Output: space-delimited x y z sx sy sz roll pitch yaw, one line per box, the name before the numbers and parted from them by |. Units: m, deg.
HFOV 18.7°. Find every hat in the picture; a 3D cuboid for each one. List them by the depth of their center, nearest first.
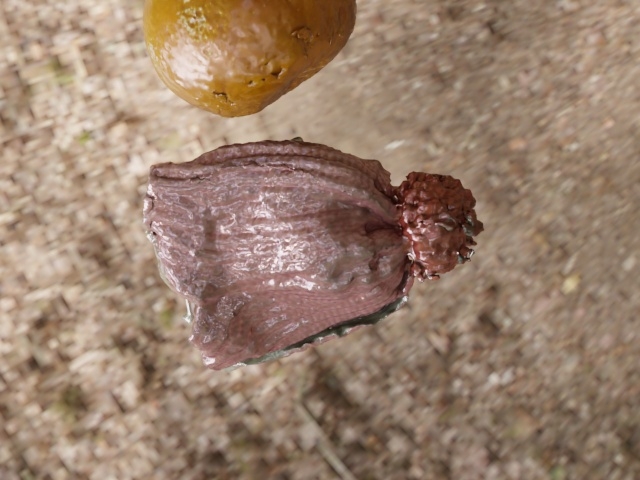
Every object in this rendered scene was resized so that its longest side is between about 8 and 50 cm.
hat | 0.000 0.000 1.696 0.286 0.107 0.236 -12 130 9

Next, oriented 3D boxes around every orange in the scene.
orange | -0.064 -0.201 1.697 0.193 0.193 0.161 -31 94 29
